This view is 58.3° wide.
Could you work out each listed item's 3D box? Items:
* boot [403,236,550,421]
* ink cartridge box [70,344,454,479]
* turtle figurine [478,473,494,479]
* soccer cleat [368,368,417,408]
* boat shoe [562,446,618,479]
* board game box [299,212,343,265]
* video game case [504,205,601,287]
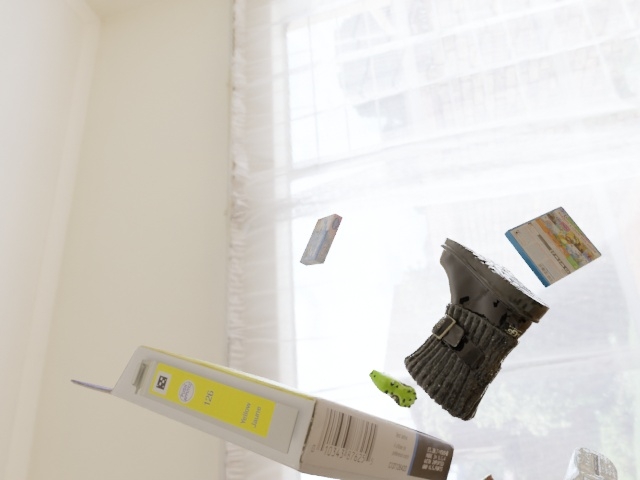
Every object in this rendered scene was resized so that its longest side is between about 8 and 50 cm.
[{"bbox_3d":[0.261,0.152,1.108,0.131,0.260,0.348,28,-167,-14],"label":"boot"},{"bbox_3d":[-0.052,0.187,0.625,0.303,0.307,0.072,35,-111,-50],"label":"ink cartridge box"},{"bbox_3d":[0.330,0.549,1.020,0.217,0.269,0.087,51,155,16],"label":"turtle figurine"},{"bbox_3d":[0.182,0.362,1.416,0.072,0.060,0.179,39,177,46],"label":"soccer cleat"},{"bbox_3d":[0.440,0.444,0.946,0.302,0.109,0.094,-6,-68,-60],"label":"boat shoe"},{"bbox_3d":[0.000,0.000,1.014,0.090,0.020,0.090,-67,17,-13],"label":"board game box"},{"bbox_3d":[0.423,0.008,1.039,0.119,0.166,0.015,57,146,19],"label":"video game case"}]
